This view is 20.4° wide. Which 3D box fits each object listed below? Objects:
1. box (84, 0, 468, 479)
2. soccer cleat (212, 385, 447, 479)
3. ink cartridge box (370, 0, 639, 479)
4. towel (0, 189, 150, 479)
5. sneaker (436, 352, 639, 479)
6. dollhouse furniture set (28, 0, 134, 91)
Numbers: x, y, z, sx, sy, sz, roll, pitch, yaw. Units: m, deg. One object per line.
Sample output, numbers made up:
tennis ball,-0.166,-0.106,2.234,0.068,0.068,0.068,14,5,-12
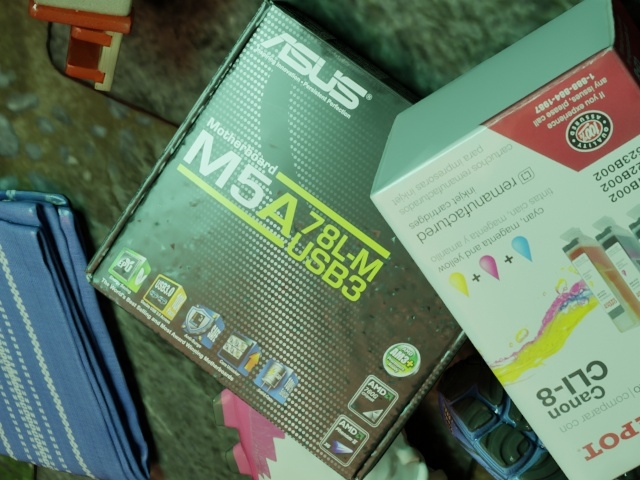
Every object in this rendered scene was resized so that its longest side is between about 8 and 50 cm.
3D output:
box,0.000,0.000,0.944,0.191,0.045,0.184,38,105,7
soccer cleat,0.020,0.138,1.076,0.143,0.116,0.331,-7,114,4
ink cartridge box,0.127,-0.001,0.825,0.128,0.127,0.176,-32,104,17
towel,-0.276,0.049,1.265,0.336,0.040,0.243,10,130,33
sneaker,0.151,0.148,0.994,0.221,0.083,0.087,40,145,8
dollhouse furniture set,-0.219,-0.165,0.904,0.259,0.262,0.135,10,139,-11
